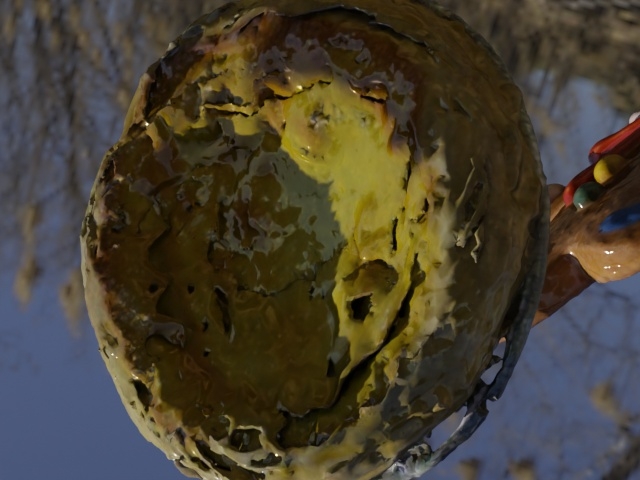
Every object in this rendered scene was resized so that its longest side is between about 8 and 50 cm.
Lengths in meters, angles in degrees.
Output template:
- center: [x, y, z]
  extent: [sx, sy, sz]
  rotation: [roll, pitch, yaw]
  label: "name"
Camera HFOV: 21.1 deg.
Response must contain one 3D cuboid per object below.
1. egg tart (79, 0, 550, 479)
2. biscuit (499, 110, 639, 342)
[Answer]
- center: [0.000, 0.000, 0.744]
  extent: [0.234, 0.234, 0.094]
  rotation: [26, -174, 34]
  label: "egg tart"
- center: [0.202, -0.046, 1.081]
  extent: [0.049, 0.205, 0.324]
  rotation: [53, -138, -4]
  label: "biscuit"
